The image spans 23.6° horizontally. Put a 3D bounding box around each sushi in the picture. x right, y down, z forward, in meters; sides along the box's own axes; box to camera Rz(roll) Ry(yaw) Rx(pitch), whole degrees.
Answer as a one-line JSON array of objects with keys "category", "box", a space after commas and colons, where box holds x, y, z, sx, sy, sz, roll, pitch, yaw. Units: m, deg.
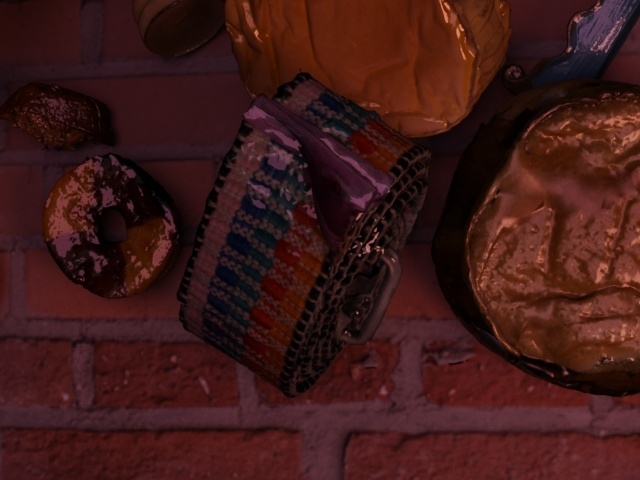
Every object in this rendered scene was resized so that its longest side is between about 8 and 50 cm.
[{"category": "sushi", "box": [-0.258, -0.117, 1.485, 0.118, 0.061, 0.060, 11, 76, 13]}]

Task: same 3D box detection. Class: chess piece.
[{"category": "chess piece", "box": [-0.169, -0.282, 1.476, 0.090, 0.090, 0.200, -32, 68, 9]}]

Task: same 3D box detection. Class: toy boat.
[{"category": "toy boat", "box": [0.238, -0.201, 1.369, 0.077, 0.075, 0.185, 32, 97, 11]}]

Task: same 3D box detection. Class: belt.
[{"category": "belt", "box": [0.000, 0.000, 1.313, 0.160, 0.207, 0.295, 33, 133, 12]}]

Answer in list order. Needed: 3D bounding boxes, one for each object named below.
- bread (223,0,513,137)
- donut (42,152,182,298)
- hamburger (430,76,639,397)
[{"category": "bread", "box": [0.044, -0.195, 1.366, 0.250, 0.133, 0.179, 3, 117, 23]}, {"category": "donut", "box": [-0.193, -0.012, 1.462, 0.140, 0.059, 0.140, -1, 85, 12]}, {"category": "hamburger", "box": [0.245, -0.001, 1.324, 0.285, 0.134, 0.265, 21, 87, 7]}]
